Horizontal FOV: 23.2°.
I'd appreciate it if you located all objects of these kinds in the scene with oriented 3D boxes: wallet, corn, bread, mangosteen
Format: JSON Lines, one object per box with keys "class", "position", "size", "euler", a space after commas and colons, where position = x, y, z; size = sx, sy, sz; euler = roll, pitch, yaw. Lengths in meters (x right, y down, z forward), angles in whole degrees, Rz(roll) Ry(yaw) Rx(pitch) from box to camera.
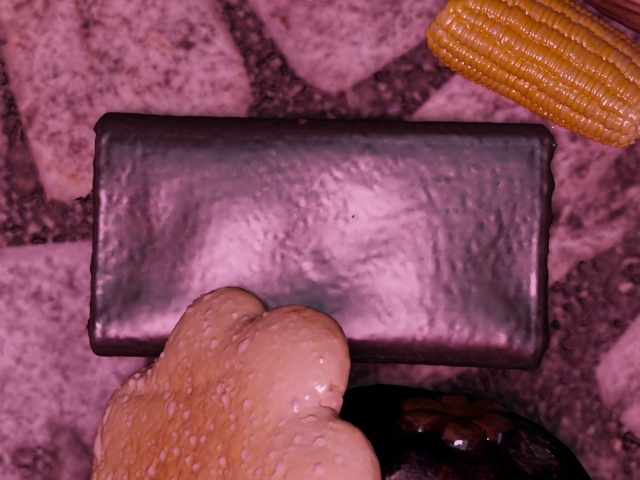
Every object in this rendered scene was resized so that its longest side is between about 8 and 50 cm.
{"class": "wallet", "position": [0.000, 0.000, 1.077], "size": [0.321, 0.044, 0.170], "euler": [2, 87, 0]}
{"class": "corn", "position": [0.158, -0.126, 1.075], "size": [0.165, 0.063, 0.085], "euler": [32, 62, 4]}
{"class": "bread", "position": [-0.076, 0.175, 0.950], "size": [0.054, 0.316, 0.316], "euler": [20, 84, -32]}
{"class": "mangosteen", "position": [0.075, 0.212, 0.975], "size": [0.243, 0.243, 0.243], "euler": [0, 84, 1]}

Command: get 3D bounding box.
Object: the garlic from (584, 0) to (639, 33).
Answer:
{"class": "garlic", "position": [0.214, -0.193, 1.048], "size": [0.198, 0.128, 0.090], "euler": [33, 102, 1]}
